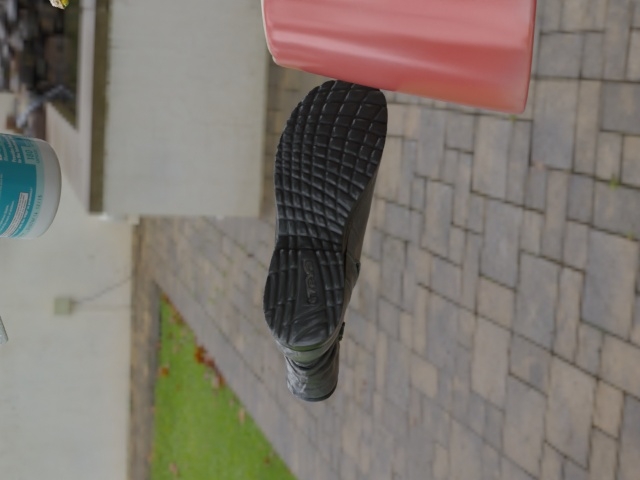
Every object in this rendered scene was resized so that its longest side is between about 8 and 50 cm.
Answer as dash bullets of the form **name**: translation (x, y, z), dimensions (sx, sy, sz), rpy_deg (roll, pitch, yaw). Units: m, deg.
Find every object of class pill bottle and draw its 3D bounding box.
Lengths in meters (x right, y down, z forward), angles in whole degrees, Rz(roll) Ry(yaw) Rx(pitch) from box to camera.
- **pill bottle**: translation (-0.496, -0.080, 1.528), dimensions (0.146, 0.264, 0.146), rpy_deg (-6, 82, 48)

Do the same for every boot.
- **boot**: translation (0.000, 0.000, 1.316), dimensions (0.223, 0.118, 0.338), rpy_deg (83, -158, -68)

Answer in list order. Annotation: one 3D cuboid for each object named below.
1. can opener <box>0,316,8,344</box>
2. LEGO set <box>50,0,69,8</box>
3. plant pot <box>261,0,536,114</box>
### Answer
- **can opener**: translation (-0.526, 0.098, 1.699), dimensions (0.280, 0.074, 0.093), rpy_deg (94, 174, -51)
- **LEGO set**: translation (-0.394, -0.519, 2.041), dimensions (0.132, 0.107, 0.287), rpy_deg (-48, 23, 38)
- **plant pot**: translation (0.078, -0.260, 1.069), dimensions (0.275, 0.243, 0.275), rpy_deg (2, -90, -82)
